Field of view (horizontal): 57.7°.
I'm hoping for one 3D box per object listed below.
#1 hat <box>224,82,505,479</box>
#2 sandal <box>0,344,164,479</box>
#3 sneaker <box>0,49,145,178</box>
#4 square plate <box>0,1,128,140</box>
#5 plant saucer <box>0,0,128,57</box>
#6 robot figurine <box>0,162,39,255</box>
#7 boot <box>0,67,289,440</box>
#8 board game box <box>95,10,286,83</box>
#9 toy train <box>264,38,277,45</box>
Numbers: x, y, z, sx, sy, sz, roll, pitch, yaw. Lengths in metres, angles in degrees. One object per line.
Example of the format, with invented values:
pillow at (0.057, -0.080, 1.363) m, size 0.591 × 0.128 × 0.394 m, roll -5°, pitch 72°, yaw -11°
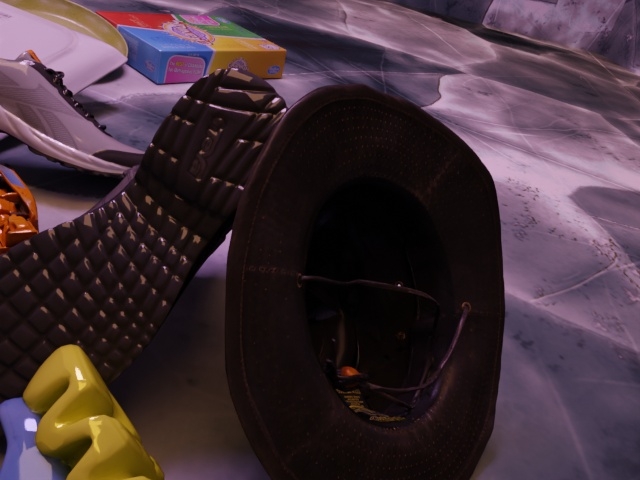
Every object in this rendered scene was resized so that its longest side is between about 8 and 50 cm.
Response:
hat at (0.026, 0.048, 0.487) m, size 0.332 × 0.331 × 0.134 m, roll -13°, pitch 2°, yaw -39°
sandal at (-0.107, 0.201, 0.268) m, size 0.138 × 0.126 × 0.317 m, roll -30°, pitch 50°, yaw -22°
sneaker at (-0.317, -0.152, 0.683) m, size 0.272 × 0.107 × 0.100 m, roll 27°, pitch -1°, yaw -20°
square plate at (-0.517, -0.262, 0.813) m, size 0.348 × 0.049 × 0.344 m, roll 23°, pitch 45°, yaw 9°
plant saucer at (-0.469, -0.360, 1.032) m, size 0.241 × 0.037 × 0.240 m, roll 21°, pitch 37°, yaw -17°
robot figurine at (-0.379, -0.041, 0.550) m, size 0.211 × 0.085 × 0.291 m, roll -14°, pitch 42°, yaw -42°
boot at (-0.151, 0.017, 0.509) m, size 0.118 × 0.338 × 0.223 m, roll 47°, pitch -12°, yaw -3°
board game box at (-0.268, -0.408, 1.222) m, size 0.242 × 0.064 × 0.317 m, roll 36°, pitch 36°, yaw 31°
toy train at (-0.186, -0.502, 1.452) m, size 0.158 × 0.027 × 0.036 m, roll 20°, pitch 42°, yaw 6°
